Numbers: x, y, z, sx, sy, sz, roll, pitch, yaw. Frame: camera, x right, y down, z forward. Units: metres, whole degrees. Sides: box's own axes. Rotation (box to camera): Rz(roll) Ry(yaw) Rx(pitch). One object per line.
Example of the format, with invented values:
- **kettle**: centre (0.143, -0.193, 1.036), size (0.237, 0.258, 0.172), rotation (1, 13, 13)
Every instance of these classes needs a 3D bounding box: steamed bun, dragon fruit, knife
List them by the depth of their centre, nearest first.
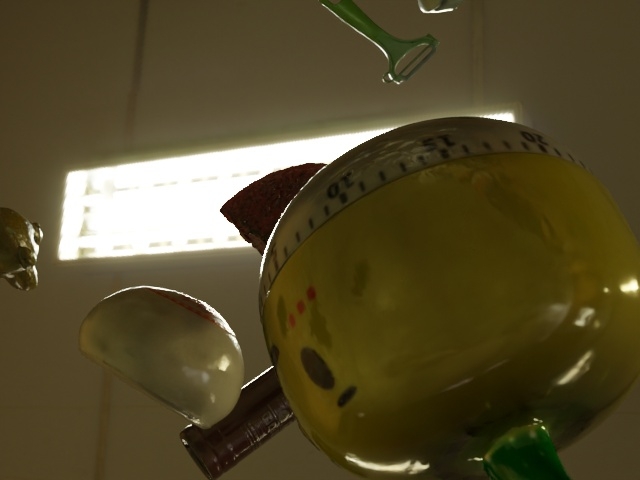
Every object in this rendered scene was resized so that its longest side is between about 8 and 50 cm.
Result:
- **knife**: centre (0.057, -0.248, 0.932), size (0.078, 0.022, 0.166), rotation (-43, -113, -9)
- **dragon fruit**: centre (0.000, 0.000, 1.009), size (0.262, 0.163, 0.189), rotation (37, -74, 49)
- **steamed bun**: centre (-0.202, 0.143, 1.070), size (0.232, 0.232, 0.145), rotation (23, -109, 28)

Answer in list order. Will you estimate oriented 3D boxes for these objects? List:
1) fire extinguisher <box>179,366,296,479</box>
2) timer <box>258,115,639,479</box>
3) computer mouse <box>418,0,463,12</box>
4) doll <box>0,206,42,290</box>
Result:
- **fire extinguisher**: centre (-0.075, 0.287, 1.396), size (0.344, 0.138, 0.102), rotation (-33, -128, -21)
- **timer**: centre (0.103, 0.082, 0.521), size (0.285, 0.285, 0.285), rotation (-5, -103, 25)
- **computer mouse**: centre (0.229, -0.494, 1.335), size (0.230, 0.079, 0.128), rotation (-66, -156, 8)
- **doll**: centre (-0.501, 0.014, 1.290), size (0.137, 0.209, 0.097), rotation (47, -119, 1)
